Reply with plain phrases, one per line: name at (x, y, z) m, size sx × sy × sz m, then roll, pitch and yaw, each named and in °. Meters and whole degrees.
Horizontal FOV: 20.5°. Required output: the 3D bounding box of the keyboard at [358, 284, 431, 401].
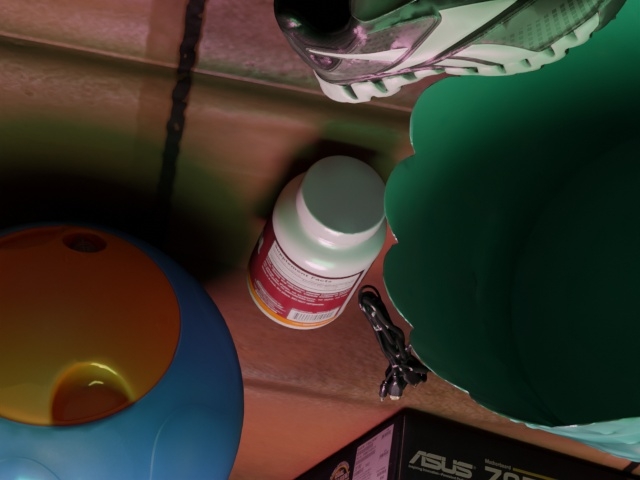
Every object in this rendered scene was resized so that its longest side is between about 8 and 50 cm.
keyboard at (0.120, 0.041, 1.367) m, size 0.201 × 0.033 × 0.317 m, roll -24°, pitch 148°, yaw -1°

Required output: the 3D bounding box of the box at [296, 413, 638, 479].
box at (0.129, 0.317, 1.872) m, size 0.318 × 0.097 × 0.395 m, roll 19°, pitch 150°, yaw -18°

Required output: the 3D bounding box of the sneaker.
sneaker at (0.069, -0.144, 1.042) m, size 0.234 × 0.078 × 0.106 m, roll -12°, pitch 149°, yaw 35°

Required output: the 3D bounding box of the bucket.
bucket at (0.194, 0.002, 1.093) m, size 0.281 × 0.281 × 0.183 m, roll -9°, pitch 157°, yaw 28°

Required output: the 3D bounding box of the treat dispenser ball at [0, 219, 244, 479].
treat dispenser ball at (-0.203, 0.127, 1.389) m, size 0.288 × 0.288 × 0.288 m, roll 6°, pitch 152°, yaw 3°

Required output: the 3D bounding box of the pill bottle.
pill bottle at (0.000, 0.000, 1.319) m, size 0.086 × 0.086 × 0.152 m, roll 12°, pitch 151°, yaw -10°
